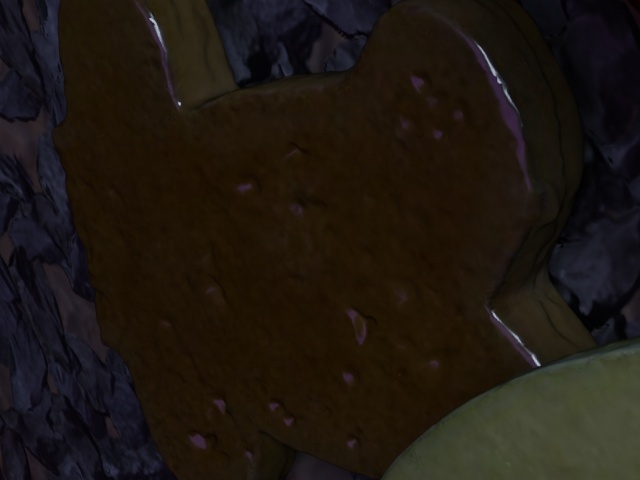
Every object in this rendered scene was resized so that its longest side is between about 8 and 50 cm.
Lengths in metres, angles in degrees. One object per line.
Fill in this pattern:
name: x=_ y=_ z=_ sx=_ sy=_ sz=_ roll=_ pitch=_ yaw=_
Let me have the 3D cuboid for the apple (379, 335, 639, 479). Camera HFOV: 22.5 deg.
apple: x=0.202 y=0.200 z=0.659 sx=0.360 sy=0.320 sz=0.311 roll=-42 pitch=39 yaw=44

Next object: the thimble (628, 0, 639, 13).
thimble: x=0.202 y=-0.195 z=0.387 sx=0.231 sy=0.350 sz=0.350 roll=1 pitch=110 yaw=46

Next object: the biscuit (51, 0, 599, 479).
biscuit: x=0.000 y=0.000 z=0.944 sx=0.394 sy=0.076 sz=0.368 roll=2 pitch=111 yaw=45
